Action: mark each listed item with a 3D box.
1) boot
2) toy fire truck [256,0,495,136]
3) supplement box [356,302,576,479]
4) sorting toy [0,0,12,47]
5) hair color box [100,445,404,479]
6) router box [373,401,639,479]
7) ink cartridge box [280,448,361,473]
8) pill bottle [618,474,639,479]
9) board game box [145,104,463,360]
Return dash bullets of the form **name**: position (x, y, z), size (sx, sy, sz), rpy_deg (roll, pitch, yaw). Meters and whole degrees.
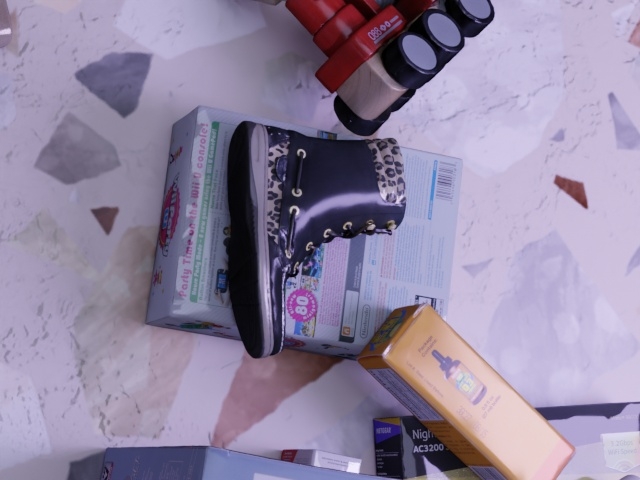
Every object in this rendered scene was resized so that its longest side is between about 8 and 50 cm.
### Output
- **boot**: position (0.001, -0.001, 1.735), size (0.179, 0.085, 0.236), rpy_deg (1, 81, -23)
- **toy fire truck**: position (0.025, -0.253, 1.854), size (0.246, 0.158, 0.217), rpy_deg (47, 42, -1)
- **supplement box**: position (0.150, 0.168, 1.779), size (0.233, 0.080, 0.078), rpy_deg (45, 71, -14)
- **sorting toy**: position (-0.416, -0.276, 1.740), size (0.348, 0.047, 0.196), rpy_deg (-12, 91, -23)
- **hair color box**: position (-0.081, 0.259, 1.612), size (0.185, 0.374, 0.113), rpy_deg (13, 79, -18)
- **router box**: position (0.218, 0.303, 1.876), size (0.309, 0.081, 0.243), rpy_deg (-2, 83, -21)
- **ink cartridge box**: position (-0.011, 0.286, 1.783), size (0.056, 0.099, 0.135), rpy_deg (14, 79, -19)
- **pill bottle**: position (0.274, 0.313, 1.801), size (0.169, 0.094, 0.094), rpy_deg (-27, 93, -22)
- **board game box**: position (-0.014, 0.001, 1.825), size (0.303, 0.097, 0.224), rpy_deg (11, 78, -20)
